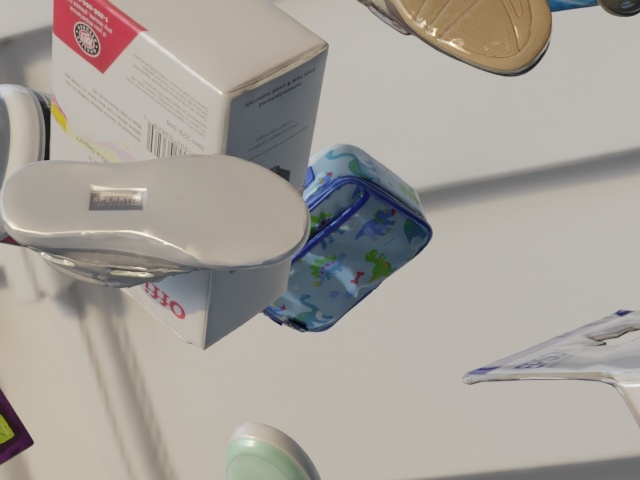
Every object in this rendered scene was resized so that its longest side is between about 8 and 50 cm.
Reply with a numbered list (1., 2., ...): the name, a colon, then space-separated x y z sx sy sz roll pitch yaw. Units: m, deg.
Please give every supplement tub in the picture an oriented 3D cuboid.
1. supplement tub: -0.332 -0.082 1.848 0.272 0.191 0.191 12 -112 -38

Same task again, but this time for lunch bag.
1. lunch bag: 0.000 0.000 1.728 0.176 0.219 0.090 35 -154 -39

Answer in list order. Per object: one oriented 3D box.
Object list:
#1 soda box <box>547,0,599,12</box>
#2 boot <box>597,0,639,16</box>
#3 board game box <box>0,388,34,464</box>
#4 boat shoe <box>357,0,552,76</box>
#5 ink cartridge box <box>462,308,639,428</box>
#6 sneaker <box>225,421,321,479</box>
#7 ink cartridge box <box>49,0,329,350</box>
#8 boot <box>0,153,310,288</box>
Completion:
1. soda box: 0.221 -0.317 1.445 0.071 0.067 0.210 69 -164 -54
2. boot: 0.272 -0.236 1.241 0.208 0.076 0.190 -92 4 -58
3. board game box: -0.478 0.122 1.585 0.208 0.056 0.347 -31 -93 -36
4. boat shoe: 0.085 -0.223 1.279 0.103 0.285 0.092 -52 -26 -2
5. ink cartridge box: 0.224 0.040 0.431 0.165 0.332 0.065 -11 -87 -61
6. sneaker: -0.061 0.309 1.474 0.151 0.094 0.256 -56 -33 -52
7. ink cartridge box: -0.128 -0.090 1.367 0.131 0.226 0.306 -33 -31 -35
8. boot: -0.126 -0.010 1.252 0.123 0.258 0.095 64 -145 -68
